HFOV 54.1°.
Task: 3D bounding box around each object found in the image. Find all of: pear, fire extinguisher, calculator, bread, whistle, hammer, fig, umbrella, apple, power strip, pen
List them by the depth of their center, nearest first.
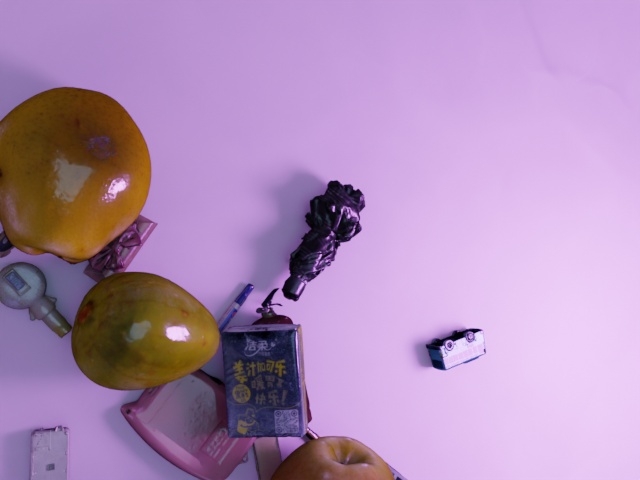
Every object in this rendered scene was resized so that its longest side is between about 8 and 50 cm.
[{"bbox_3d":[-0.511,-0.159,1.321,0.340,0.191,0.387,13,67,-35],"label":"pear"},{"bbox_3d":[-0.628,0.135,1.382,0.104,0.057,0.198,-43,102,-20],"label":"whistle"},{"bbox_3d":[-0.598,0.506,1.384,0.081,0.035,0.192,1,86,-23],"label":"power strip"},{"bbox_3d":[-0.377,0.203,1.396,0.326,0.258,0.258,15,80,-40],"label":"fig"},{"bbox_3d":[0.039,0.630,1.475,0.338,0.338,0.305,24,84,-20],"label":"apple"},{"bbox_3d":[-0.297,0.437,1.509,0.329,0.048,0.220,42,71,-14],"label":"calculator"},{"bbox_3d":[-0.232,0.193,1.569,0.025,0.025,0.204,41,72,-16],"label":"pen"},{"bbox_3d":[-0.103,0.296,1.577,0.135,0.114,0.338,-17,96,-66],"label":"fire extinguisher"},{"bbox_3d":[-0.131,0.565,1.587,0.068,0.028,0.154,-10,90,-24],"label":"bread"},{"bbox_3d":[-0.007,-0.009,1.622,0.154,0.128,0.337,46,70,-14],"label":"umbrella"},{"bbox_3d":[-0.001,0.538,1.649,0.201,0.021,0.078,45,71,-14],"label":"hammer"}]

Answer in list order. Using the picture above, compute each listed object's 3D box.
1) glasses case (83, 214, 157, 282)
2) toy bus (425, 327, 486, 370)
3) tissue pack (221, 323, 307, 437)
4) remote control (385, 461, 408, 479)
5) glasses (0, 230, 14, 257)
[{"bbox_3d":[-0.472,0.010,1.453,0.102,0.070,0.194,36,73,-16],"label":"glasses case"},{"bbox_3d":[0.396,0.312,1.806,0.160,0.079,0.092,-17,93,-23],"label":"toy bus"},{"bbox_3d":[-0.130,0.331,1.475,0.185,0.081,0.257,-3,92,8],"label":"tissue pack"},{"bbox_3d":[0.168,0.639,1.713,0.166,0.029,0.065,41,71,-21],"label":"remote control"},{"bbox_3d":[-0.719,-0.091,1.342,0.220,0.088,0.190,35,74,-18],"label":"glasses"}]
